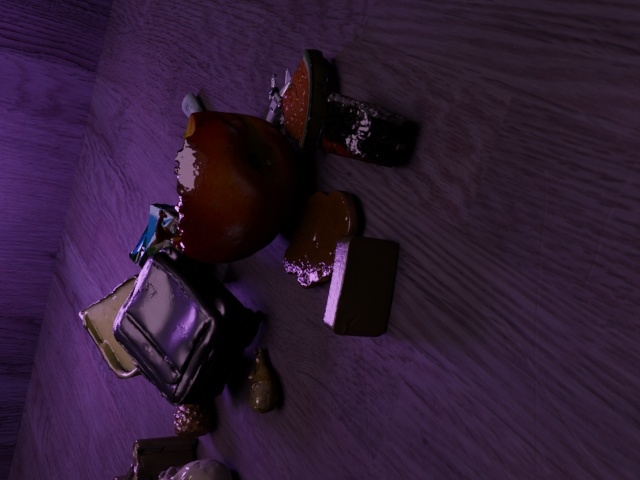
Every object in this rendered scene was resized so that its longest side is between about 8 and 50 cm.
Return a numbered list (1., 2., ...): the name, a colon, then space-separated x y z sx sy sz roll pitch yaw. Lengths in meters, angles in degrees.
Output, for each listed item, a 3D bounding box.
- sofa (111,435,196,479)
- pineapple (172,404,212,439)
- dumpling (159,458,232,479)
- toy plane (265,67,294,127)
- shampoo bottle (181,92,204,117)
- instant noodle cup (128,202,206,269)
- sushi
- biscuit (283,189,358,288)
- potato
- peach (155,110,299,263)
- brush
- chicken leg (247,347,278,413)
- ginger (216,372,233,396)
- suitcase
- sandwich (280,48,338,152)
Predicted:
1. sofa: -0.486 0.659 2.163 0.258 0.200 0.182 -57 44 36
2. pineapple: -0.357 0.430 2.104 0.119 0.111 0.237 -19 58 21
3. dumpling: -0.321 0.640 1.923 0.258 0.193 0.147 20 105 53
4. toy plane: -0.101 -0.343 1.897 0.171 0.065 0.162 -53 55 31
5. shampoo bottle: -0.387 -0.395 2.351 0.069 0.041 0.191 -61 39 21
6. instant noodle cup: -0.416 0.006 2.173 0.240 0.240 0.178 36 106 53
7. sushi: 0.084 -0.226 1.532 0.225 0.136 0.126 29 105 62
8. biscuit: 0.000 0.000 1.695 0.290 0.041 0.209 -41 51 47
9. potato: -0.560 0.278 2.376 0.330 0.212 0.280 -32 73 35
10. peach: -0.209 -0.120 1.781 0.406 0.310 0.335 115 164 -50
11. brush: 0.080 0.089 1.486 0.059 0.123 0.197 14 95 61
12. chicken leg: -0.147 0.343 1.832 0.093 0.070 0.178 -33 47 28
13. ginger: -0.279 0.353 2.024 0.103 0.073 0.162 -19 64 57
14. suitcase: -0.360 0.230 1.956 0.345 0.188 0.339 39 107 31
15. sandwich: -0.022 -0.312 1.755 0.159 0.079 0.235 -36 54 50
